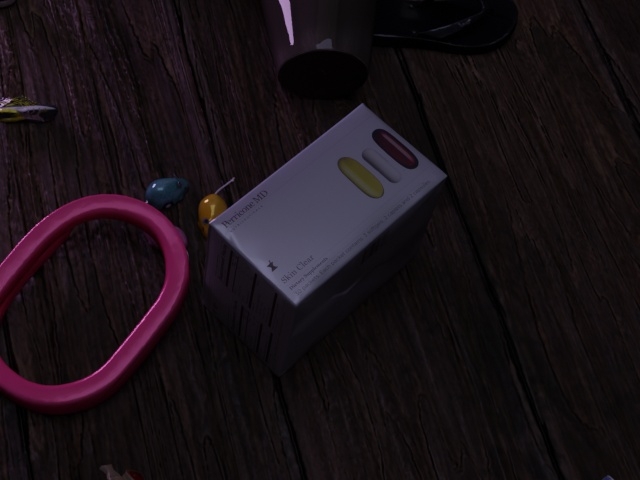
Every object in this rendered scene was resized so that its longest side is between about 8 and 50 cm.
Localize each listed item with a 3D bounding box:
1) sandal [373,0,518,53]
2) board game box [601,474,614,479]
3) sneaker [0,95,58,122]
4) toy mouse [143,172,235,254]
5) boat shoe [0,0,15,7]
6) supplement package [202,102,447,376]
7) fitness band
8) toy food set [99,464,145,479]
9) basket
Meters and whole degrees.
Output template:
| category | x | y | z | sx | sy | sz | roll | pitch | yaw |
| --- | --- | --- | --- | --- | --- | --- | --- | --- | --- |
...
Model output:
| category | x | y | z | sx | sy | sz | roll | pitch | yaw |
| --- | --- | --- | --- | --- | --- | --- | --- | --- | --- |
| sandal | 0.175 | -0.326 | 1.769 | 0.254 | 0.054 | 0.097 | -5 | 61 | -11 |
| board game box | 0.288 | 0.447 | 1.288 | 0.291 | 0.141 | 0.232 | -38 | 72 | -26 |
| sneaker | -0.395 | -0.180 | 1.610 | 0.083 | 0.031 | 0.035 | -2 | 60 | -10 |
| toy mouse | -0.194 | -0.036 | 1.557 | 0.143 | 0.031 | 0.161 | 11 | 59 | -3 |
| boat shoe | -0.498 | -0.424 | 1.716 | 0.075 | 0.065 | 0.206 | -30 | 69 | -23 |
| supplement package | 0.000 | 0.000 | 1.466 | 0.145 | 0.204 | 0.262 | 42 | 63 | 16 |
| fitness band | -0.287 | 0.072 | 1.454 | 0.209 | 0.054 | 0.291 | 32 | 67 | 11 |
| toy food set | -0.198 | 0.304 | 1.349 | 0.078 | 0.019 | 0.122 | 16 | 29 | -52 |
| basket | -0.002 | -0.327 | 1.691 | 0.204 | 0.154 | 0.227 | -8 | 64 | 14 |
